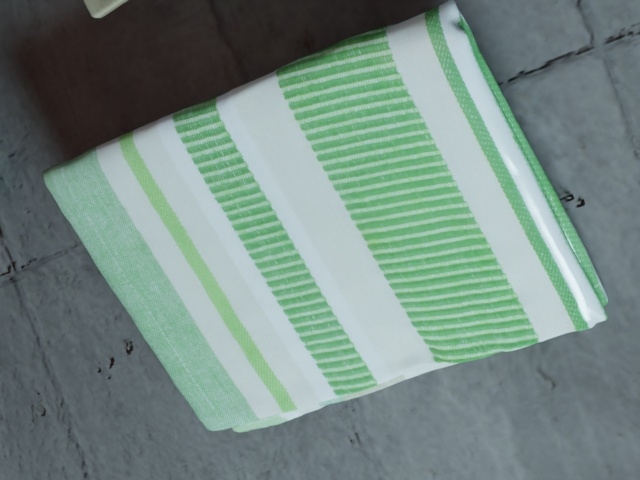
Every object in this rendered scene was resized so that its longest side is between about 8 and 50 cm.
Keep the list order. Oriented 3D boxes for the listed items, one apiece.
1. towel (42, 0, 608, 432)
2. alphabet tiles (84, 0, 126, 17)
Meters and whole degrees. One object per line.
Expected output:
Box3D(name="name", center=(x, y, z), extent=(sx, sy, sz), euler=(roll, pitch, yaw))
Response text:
Box3D(name="towel", center=(0.000, 0.000, 0.929), extent=(0.325, 0.038, 0.247), euler=(-20, 111, 28))
Box3D(name="alphabet tiles", center=(-0.137, -0.312, 0.745), extent=(0.285, 0.011, 0.342), euler=(-28, 89, 24))
